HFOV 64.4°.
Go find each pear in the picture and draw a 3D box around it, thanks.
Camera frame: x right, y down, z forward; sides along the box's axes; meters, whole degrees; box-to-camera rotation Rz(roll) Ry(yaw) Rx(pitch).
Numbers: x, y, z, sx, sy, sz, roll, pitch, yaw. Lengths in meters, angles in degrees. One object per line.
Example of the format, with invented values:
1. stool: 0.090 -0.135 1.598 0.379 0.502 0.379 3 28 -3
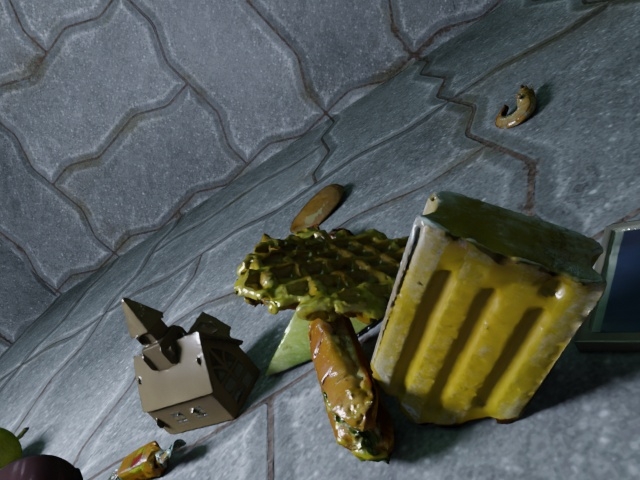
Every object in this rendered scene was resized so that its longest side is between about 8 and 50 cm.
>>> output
1. pear: -0.758 0.497 1.159 0.180 0.166 0.216 -38 -7 35

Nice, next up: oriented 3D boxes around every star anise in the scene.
1. star anise: 0.000 0.000 1.139 0.097 0.070 0.190 -46 20 -21

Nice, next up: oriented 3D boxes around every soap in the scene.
1. soap: 0.145 0.091 0.509 0.160 0.258 0.080 21 40 13

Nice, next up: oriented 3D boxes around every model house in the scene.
1. model house: -0.242 0.176 0.867 0.180 0.248 0.176 -23 23 31

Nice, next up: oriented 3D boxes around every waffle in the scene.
1. waffle: 0.033 0.042 0.759 0.301 0.068 0.325 7 16 17

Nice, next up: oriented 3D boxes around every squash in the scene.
1. squash: 0.035 0.124 0.870 0.237 0.154 0.204 -63 -4 -49

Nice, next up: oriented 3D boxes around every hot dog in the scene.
1. hot dog: 0.031 0.165 0.635 0.072 0.115 0.269 -17 17 -1

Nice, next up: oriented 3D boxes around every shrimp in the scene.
1. shrimp: 0.440 -0.297 1.140 0.095 0.045 0.163 -46 13 45

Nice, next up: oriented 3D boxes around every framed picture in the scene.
1. framed picture: 0.393 0.032 0.482 0.259 0.023 0.189 -12 34 48

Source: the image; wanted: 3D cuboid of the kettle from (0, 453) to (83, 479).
1. kettle: -0.405 0.441 0.746 0.201 0.144 0.232 -10 18 -22

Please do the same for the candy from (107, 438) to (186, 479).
1. candy: -0.280 0.359 0.817 0.182 0.046 0.053 -32 22 26

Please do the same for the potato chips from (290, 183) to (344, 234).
1. potato chips: -0.013 -0.092 1.398 0.202 0.049 0.150 -50 18 -19
